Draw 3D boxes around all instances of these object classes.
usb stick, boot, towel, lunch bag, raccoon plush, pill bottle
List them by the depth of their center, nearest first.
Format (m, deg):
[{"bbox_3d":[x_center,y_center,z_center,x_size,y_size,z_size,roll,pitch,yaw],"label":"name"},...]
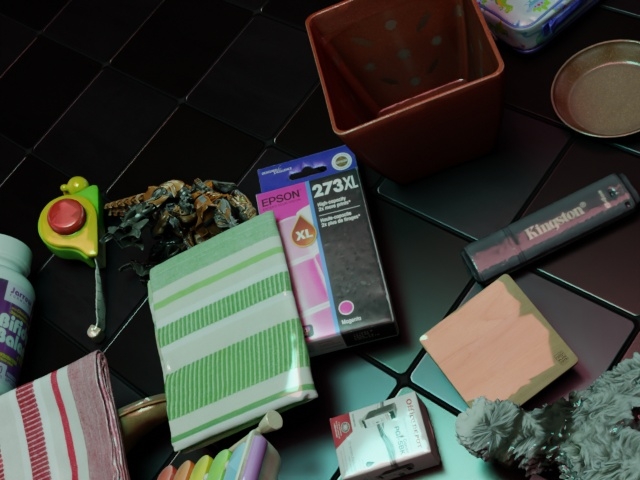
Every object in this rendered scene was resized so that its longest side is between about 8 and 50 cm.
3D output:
[{"bbox_3d":[0.420,0.286,1.137,0.216,0.299,0.446,-53,24,-16],"label":"raccoon plush"},{"bbox_3d":[0.349,-0.017,1.415,0.278,0.045,0.077,-26,53,5],"label":"usb stick"},{"bbox_3d":[-0.448,0.335,1.419,0.328,0.037,0.237,-25,65,15],"label":"towel"},{"bbox_3d":[-0.144,0.137,1.421,0.247,0.038,0.325,-25,56,14],"label":"towel"},{"bbox_3d":[-0.336,0.343,1.454,0.305,0.112,0.115,-33,69,8],"label":"boot"},{"bbox_3d":[-0.596,0.145,1.627,0.169,0.169,0.302,-9,58,17],"label":"pill bottle"},{"bbox_3d":[0.384,-0.438,1.633,0.219,0.090,0.176,-41,53,-6],"label":"lunch bag"}]

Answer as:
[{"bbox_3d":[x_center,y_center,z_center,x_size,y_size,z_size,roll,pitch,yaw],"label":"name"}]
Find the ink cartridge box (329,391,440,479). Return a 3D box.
[{"bbox_3d":[0.092,0.286,1.326,0.135,0.056,0.099,-21,54,10],"label":"ink cartridge box"}]

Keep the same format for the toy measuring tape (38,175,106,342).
[{"bbox_3d":[-0.451,0.031,1.678,0.121,0.121,0.330,-14,64,14],"label":"toy measuring tape"}]

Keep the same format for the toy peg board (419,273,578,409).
[{"bbox_3d":[0.255,0.164,1.336,0.161,0.079,0.161,-37,69,-2],"label":"toy peg board"}]

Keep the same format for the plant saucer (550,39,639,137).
[{"bbox_3d":[0.478,-0.239,1.505,0.198,0.036,0.199,-11,57,17],"label":"plant saucer"}]

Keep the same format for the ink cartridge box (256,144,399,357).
[{"bbox_3d":[0.000,0.000,1.492,0.175,0.069,0.371,-15,58,6],"label":"ink cartridge box"}]

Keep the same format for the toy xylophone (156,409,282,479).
[{"bbox_3d":[-0.159,0.351,1.264,0.322,0.081,0.236,-41,23,29],"label":"toy xylophone"}]

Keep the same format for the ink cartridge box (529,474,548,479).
[{"bbox_3d":[0.310,0.440,1.149,0.224,0.045,0.223,25,71,32],"label":"ink cartridge box"}]

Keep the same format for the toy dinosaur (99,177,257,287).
[{"bbox_3d":[-0.261,-0.030,1.639,0.321,0.164,0.218,-13,34,50],"label":"toy dinosaur"}]

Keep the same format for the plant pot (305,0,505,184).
[{"bbox_3d":[0.157,-0.249,1.519,0.267,0.236,0.267,-20,55,10],"label":"plant pot"}]
